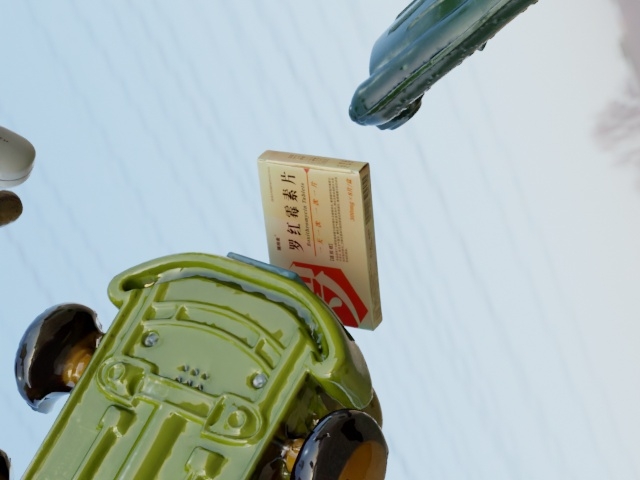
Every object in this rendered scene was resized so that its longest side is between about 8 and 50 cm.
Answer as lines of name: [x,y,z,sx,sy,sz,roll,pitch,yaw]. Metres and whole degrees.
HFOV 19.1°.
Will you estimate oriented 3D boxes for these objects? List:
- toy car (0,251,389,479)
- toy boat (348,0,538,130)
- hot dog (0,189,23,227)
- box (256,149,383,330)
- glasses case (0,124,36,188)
toy car: [-0.067,0.136,0.917,0.248,0.200,0.142,-57,-35,-16]
toy boat: [0.094,-0.132,1.011,0.052,0.210,0.104,50,-154,-9]
hot dog: [-0.329,-0.019,1.705,0.140,0.060,0.090,15,-124,-53]
box: [0.000,0.000,0.958,0.015,0.058,0.093,-47,-42,-50]
glasses case: [-0.377,-0.100,1.877,0.074,0.193,0.049,-68,-6,-56]
